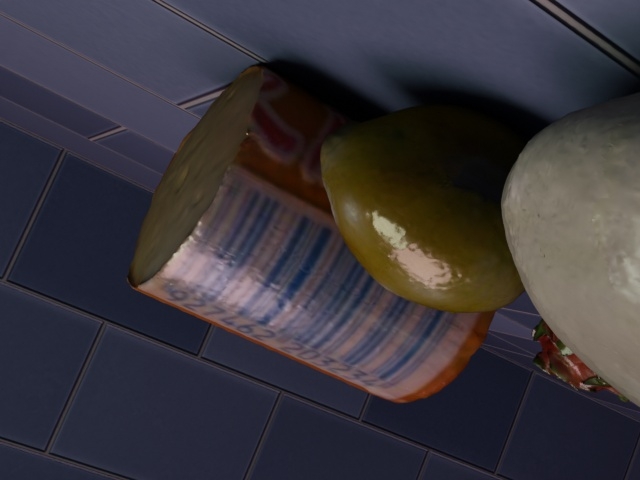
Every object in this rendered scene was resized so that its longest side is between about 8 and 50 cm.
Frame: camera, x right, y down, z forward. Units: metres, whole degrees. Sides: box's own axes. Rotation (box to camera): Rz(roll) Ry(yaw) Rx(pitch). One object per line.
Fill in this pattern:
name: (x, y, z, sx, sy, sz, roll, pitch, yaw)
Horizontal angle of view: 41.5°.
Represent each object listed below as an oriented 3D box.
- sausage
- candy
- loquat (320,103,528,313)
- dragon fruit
sausage: (0.000, 0.000, 0.787, 0.287, 0.233, 0.233, 26, 172, -20)
candy: (0.233, 0.023, 0.456, 0.295, 0.185, 0.295, 18, 177, 1)
loquat: (0.089, -0.028, 0.630, 0.195, 0.152, 0.152, 22, 173, 0)
dragon fruit: (0.334, 0.095, 0.936, 0.137, 0.135, 0.236, 24, 152, -13)
